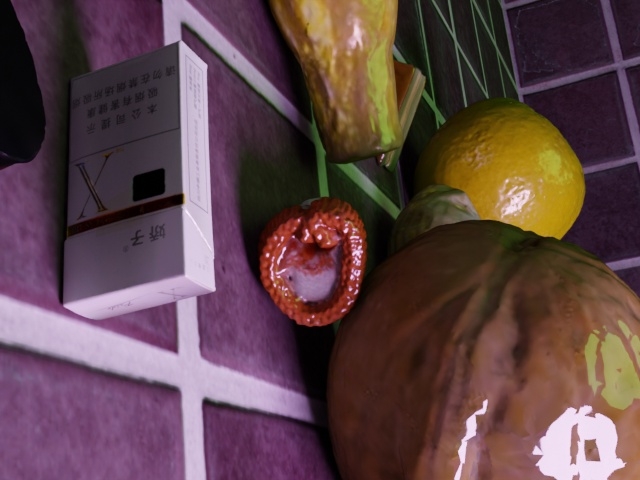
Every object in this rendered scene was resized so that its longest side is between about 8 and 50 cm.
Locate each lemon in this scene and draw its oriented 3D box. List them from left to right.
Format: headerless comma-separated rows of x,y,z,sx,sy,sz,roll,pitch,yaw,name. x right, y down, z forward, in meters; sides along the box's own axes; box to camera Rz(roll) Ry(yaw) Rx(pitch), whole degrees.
0.238,-0.067,1.362,0.240,0.219,0.240,47,-9,9,lemon

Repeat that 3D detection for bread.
0.076,-0.171,1.277,0.074,0.084,0.139,6,103,-70,bread

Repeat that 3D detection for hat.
0.000,0.000,0.848,0.162,0.094,0.112,-61,161,-71,hat

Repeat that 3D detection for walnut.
0.154,0.151,0.846,0.333,0.333,0.332,-13,90,-71,walnut

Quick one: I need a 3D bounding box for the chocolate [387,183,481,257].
0.138,0.062,1.135,0.134,0.134,0.309,59,29,-42,chocolate

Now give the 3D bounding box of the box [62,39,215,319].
-0.108,-0.036,0.571,0.040,0.084,0.154,43,38,-59,box

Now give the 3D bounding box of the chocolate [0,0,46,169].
-0.190,-0.090,0.395,0.148,0.080,0.125,49,21,-40,chocolate

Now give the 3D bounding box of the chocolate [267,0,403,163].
-0.008,-0.298,0.966,0.162,0.162,0.445,-25,105,-70,chocolate
